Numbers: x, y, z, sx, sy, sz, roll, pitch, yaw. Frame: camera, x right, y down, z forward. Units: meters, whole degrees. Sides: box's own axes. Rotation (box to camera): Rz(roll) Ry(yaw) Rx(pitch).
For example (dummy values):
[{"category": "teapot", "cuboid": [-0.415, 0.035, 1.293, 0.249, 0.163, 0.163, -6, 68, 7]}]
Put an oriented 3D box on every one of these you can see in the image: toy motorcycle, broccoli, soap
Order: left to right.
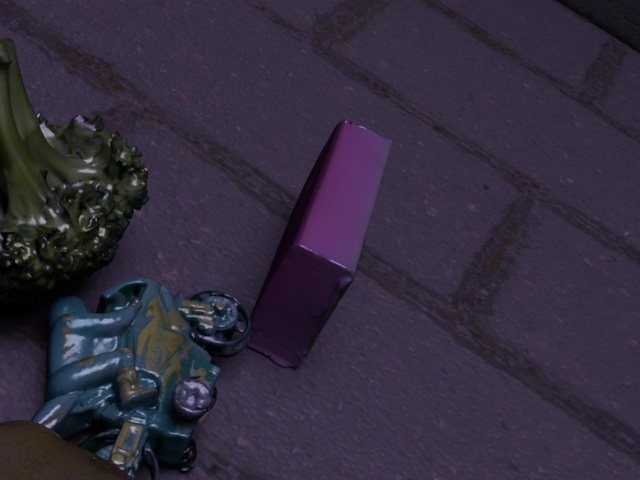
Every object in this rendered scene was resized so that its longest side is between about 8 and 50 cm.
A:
[{"category": "broccoli", "cuboid": [-0.334, -0.059, 0.844, 0.288, 0.236, 0.259, -36, 106, -55]}, {"category": "toy motorcycle", "cuboid": [-0.188, 0.126, 0.820, 0.198, 0.109, 0.296, 24, 40, -2]}, {"category": "soap", "cuboid": [-0.002, -0.001, 0.999, 0.081, 0.181, 0.259, 25, 42, -4]}]

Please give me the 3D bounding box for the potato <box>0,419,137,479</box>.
[{"category": "potato", "cuboid": [-0.212, 0.243, 0.635, 0.178, 0.160, 0.235, -33, 83, -35]}]
